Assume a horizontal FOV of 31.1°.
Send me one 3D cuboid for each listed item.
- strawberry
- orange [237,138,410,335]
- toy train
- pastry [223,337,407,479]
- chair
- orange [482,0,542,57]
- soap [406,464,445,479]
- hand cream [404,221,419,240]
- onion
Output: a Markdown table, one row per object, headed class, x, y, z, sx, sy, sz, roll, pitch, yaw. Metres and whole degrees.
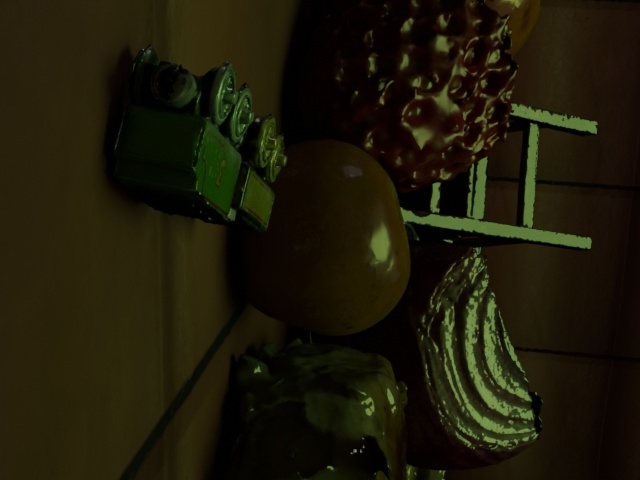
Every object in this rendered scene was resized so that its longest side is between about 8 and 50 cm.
| class | x | y | z | sx | sy | sz | roll | pitch | yaw |
| --- | --- | --- | --- | --- | --- | --- | --- | --- | --- |
| strawberry | 0.047 | -0.131 | 1.044 | 0.178 | 0.234 | 0.234 | -33 | 134 | -40 |
| orange | 0.000 | 0.000 | 0.880 | 0.155 | 0.134 | 0.154 | -18 | 90 | -88 |
| toy train | -0.064 | -0.046 | 0.655 | 0.202 | 0.060 | 0.081 | 47 | 55 | -78 |
| pastry | 0.004 | 0.230 | 0.957 | 0.329 | 0.136 | 0.329 | 3 | 90 | -81 |
| chair | 0.131 | -0.091 | 1.506 | 0.241 | 0.416 | 0.203 | 1 | -96 | 55 |
| orange | 0.126 | -0.277 | 1.172 | 0.240 | 0.240 | 0.240 | 5 | 90 | -81 |
| soap | 0.091 | 0.214 | 1.451 | 0.076 | 0.135 | 0.233 | -163 | -106 | -69 |
| hand cream | 0.088 | 0.040 | 1.419 | 0.055 | 0.088 | 0.256 | -55 | 170 | -17 |
| onion | 0.071 | 0.135 | 1.121 | 0.111 | 0.247 | 0.250 | -43 | 115 | -45 |
